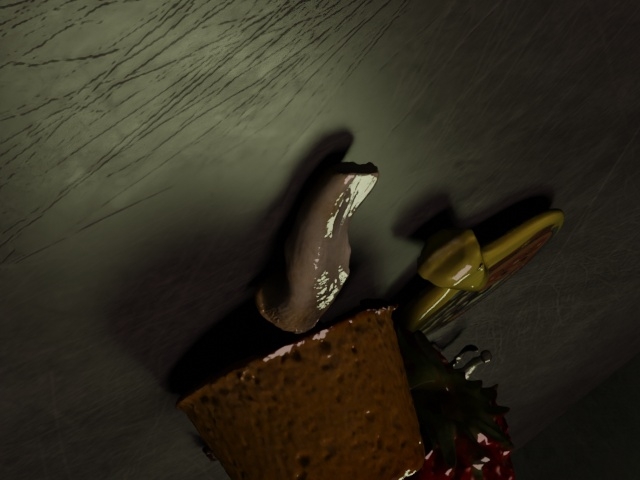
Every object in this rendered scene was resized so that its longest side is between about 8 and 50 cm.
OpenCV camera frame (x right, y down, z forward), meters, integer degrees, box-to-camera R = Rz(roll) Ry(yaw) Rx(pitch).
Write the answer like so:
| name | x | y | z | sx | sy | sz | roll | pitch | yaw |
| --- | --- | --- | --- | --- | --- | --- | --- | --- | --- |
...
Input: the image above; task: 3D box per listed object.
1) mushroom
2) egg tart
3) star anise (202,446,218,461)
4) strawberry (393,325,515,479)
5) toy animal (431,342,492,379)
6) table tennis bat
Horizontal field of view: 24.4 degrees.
| name | x | y | z | sx | sy | sz | roll | pitch | yaw |
| --- | --- | --- | --- | --- | --- | --- | --- | --- | --- |
| mushroom | -0.002 | 0.001 | 1.114 | 0.059 | 0.054 | 0.202 | -33 | 159 | -32 |
| egg tart | -0.009 | 0.148 | 1.282 | 0.215 | 0.171 | 0.215 | -24 | 174 | -3 |
| star anise | -0.073 | 0.223 | 1.555 | 0.097 | 0.070 | 0.190 | -64 | 162 | -3 |
| strawberry | 0.058 | 0.232 | 1.492 | 0.257 | 0.257 | 0.277 | -16 | 156 | -50 |
| toy animal | 0.114 | 0.207 | 1.882 | 0.217 | 0.073 | 0.176 | -38 | 170 | -12 |
| table tennis bat | 0.156 | 0.032 | 1.506 | 0.224 | 0.054 | 0.368 | -37 | 168 | 5 |
